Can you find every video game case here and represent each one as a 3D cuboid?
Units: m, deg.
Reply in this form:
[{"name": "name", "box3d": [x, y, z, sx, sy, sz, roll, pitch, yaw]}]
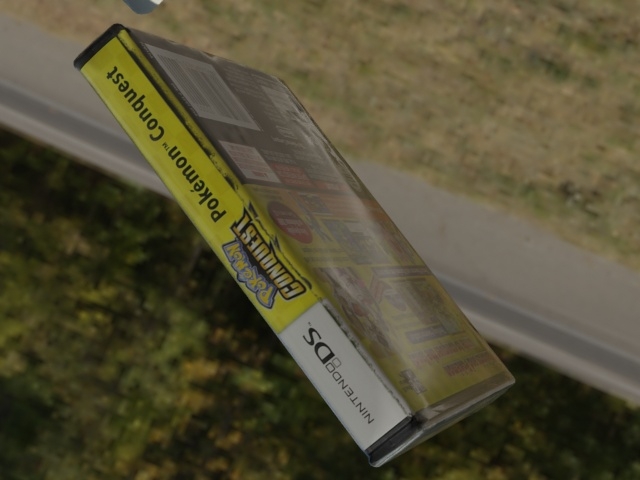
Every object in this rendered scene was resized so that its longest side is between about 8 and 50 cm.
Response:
[{"name": "video game case", "box3d": [0.000, 0.000, 0.868, 0.248, 0.035, 0.275, 52, -167, 10]}]

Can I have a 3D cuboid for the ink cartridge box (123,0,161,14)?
[{"name": "ink cartridge box", "box3d": [-0.059, -0.208, 0.760, 0.104, 0.181, 0.061, 42, -152, -21]}]
